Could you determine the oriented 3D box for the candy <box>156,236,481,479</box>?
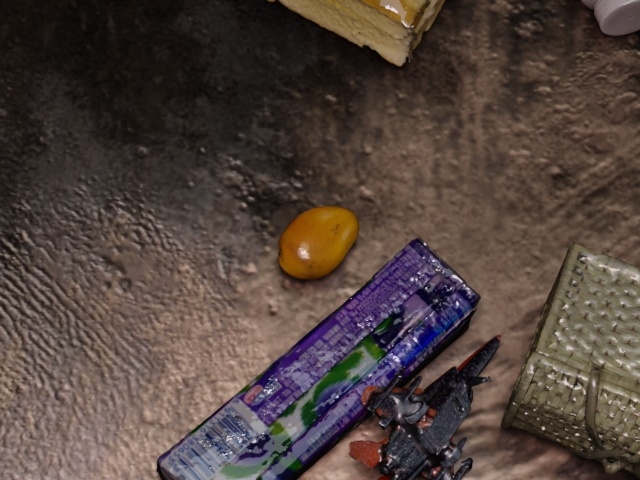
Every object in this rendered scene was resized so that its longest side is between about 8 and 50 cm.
[{"bbox_3d":[0.002,0.126,1.353,0.312,0.061,0.088,-39,75,-19],"label":"candy"}]

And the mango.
[{"bbox_3d":[0.000,0.000,1.423,0.089,0.046,0.060,-33,73,-31],"label":"mango"}]

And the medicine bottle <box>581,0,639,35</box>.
[{"bbox_3d":[0.283,-0.276,1.556,0.079,0.079,0.140,-11,66,-10],"label":"medicine bottle"}]

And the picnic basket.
[{"bbox_3d":[0.267,0.123,1.338,0.196,0.134,0.154,21,66,4],"label":"picnic basket"}]

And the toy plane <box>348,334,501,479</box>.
[{"bbox_3d":[0.104,0.144,1.345,0.189,0.061,0.130,-44,106,-22],"label":"toy plane"}]

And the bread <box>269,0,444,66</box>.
[{"bbox_3d":[0.042,-0.320,1.539,0.246,0.111,0.239,28,69,5],"label":"bread"}]
